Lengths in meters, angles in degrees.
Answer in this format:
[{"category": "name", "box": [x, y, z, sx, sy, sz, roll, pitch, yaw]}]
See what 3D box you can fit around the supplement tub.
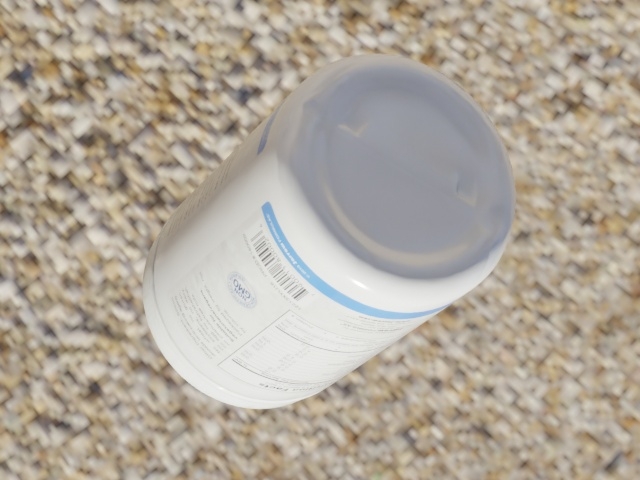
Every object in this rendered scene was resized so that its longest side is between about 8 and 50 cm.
[{"category": "supplement tub", "box": [0.000, 0.000, 0.551, 0.071, 0.107, 0.071, 9, 67, -22]}]
